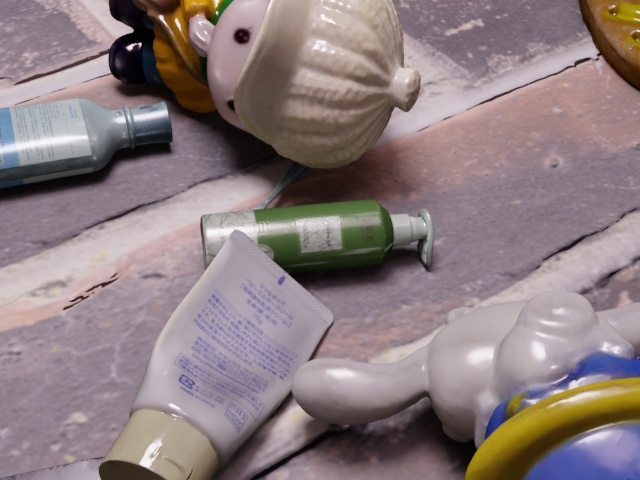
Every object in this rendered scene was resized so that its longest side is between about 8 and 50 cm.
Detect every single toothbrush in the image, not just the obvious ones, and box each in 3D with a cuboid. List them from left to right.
[{"bbox_3d":[-0.022,-0.070,0.837,0.016,0.019,0.219,47,51,-9],"label":"toothbrush"}]

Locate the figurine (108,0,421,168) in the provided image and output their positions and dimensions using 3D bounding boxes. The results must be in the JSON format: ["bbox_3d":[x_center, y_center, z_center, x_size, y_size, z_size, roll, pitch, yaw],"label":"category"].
[{"bbox_3d":[-0.058,-0.188,0.833,0.204,0.185,0.332,-13,29,-32],"label":"figurine"}]

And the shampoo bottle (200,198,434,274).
[{"bbox_3d":[0.000,0.000,0.745,0.204,0.065,0.065,-6,47,-10],"label":"shampoo bottle"}]

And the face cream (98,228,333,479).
[{"bbox_3d":[-0.073,0.098,0.637,0.114,0.070,0.224,43,46,-13],"label":"face cream"}]

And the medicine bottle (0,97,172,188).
[{"bbox_3d":[-0.250,-0.098,0.821,0.208,0.054,0.090,-11,47,-17],"label":"medicine bottle"}]

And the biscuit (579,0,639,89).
[{"bbox_3d":[0.497,-0.294,1.059,0.350,0.070,0.394,-2,46,-6],"label":"biscuit"}]

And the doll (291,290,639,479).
[{"bbox_3d":[0.137,0.110,0.580,0.311,0.159,0.242,-1,47,-4],"label":"doll"}]

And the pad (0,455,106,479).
[{"bbox_3d":[-0.189,0.252,0.523,0.163,0.004,0.243,-9,48,-13],"label":"pad"}]
